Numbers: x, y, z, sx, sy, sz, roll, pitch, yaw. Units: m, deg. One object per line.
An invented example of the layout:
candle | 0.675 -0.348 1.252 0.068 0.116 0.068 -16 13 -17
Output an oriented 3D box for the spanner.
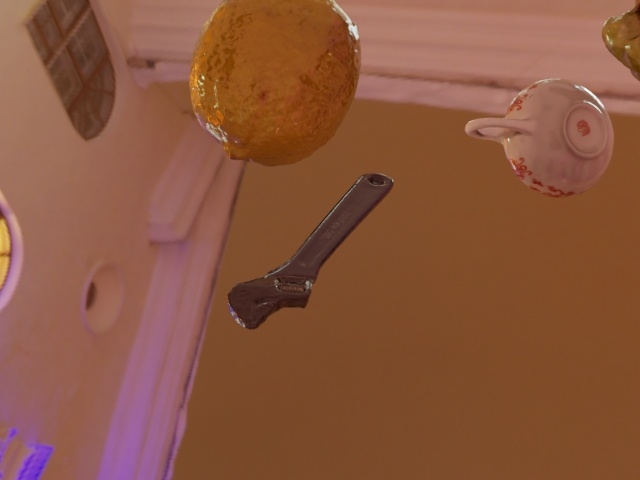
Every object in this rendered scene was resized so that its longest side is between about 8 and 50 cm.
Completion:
spanner | 0.000 0.000 0.598 0.046 0.012 0.208 19 -143 18

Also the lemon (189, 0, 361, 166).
lemon | -0.045 -0.174 0.918 0.181 0.180 0.193 -2 -111 8

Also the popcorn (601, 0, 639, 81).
popcorn | 0.519 -0.295 1.146 0.235 0.242 0.250 36 -81 40

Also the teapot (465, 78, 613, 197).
teapot | 0.308 -0.139 1.177 0.246 0.116 0.159 12 -89 -19
